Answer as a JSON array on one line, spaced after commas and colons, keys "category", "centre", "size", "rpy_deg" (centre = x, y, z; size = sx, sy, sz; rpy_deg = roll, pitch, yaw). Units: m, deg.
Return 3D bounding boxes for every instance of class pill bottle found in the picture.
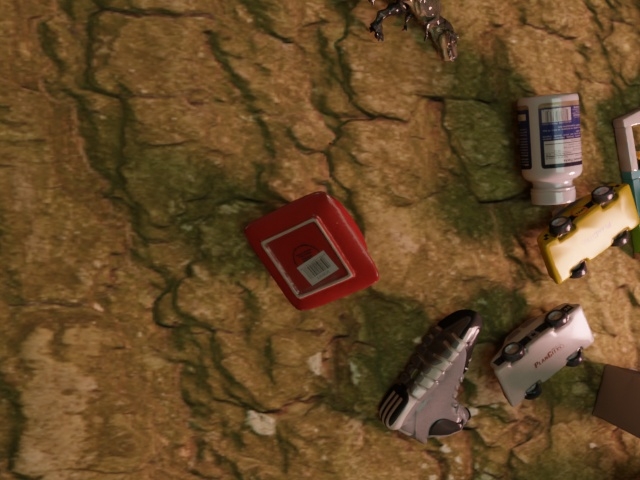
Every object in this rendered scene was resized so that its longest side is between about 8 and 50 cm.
[{"category": "pill bottle", "centre": [0.364, -0.144, 1.232], "size": [0.094, 0.094, 0.169], "rpy_deg": [-7, 98, -15]}]

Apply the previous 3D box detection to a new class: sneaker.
[{"category": "sneaker", "centre": [0.206, 0.225, 1.239], "size": [0.132, 0.086, 0.229], "rpy_deg": [36, 95, -21]}]

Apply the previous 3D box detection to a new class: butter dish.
[{"category": "butter dish", "centre": [0.000, 0.000, 1.138], "size": [0.160, 0.118, 0.160], "rpy_deg": [-25, 106, 31]}]

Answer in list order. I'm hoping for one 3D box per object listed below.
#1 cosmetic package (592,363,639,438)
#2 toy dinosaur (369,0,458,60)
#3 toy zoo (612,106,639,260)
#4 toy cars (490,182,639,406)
[{"category": "cosmetic package", "centre": [0.569, 0.283, 1.262], "size": [0.127, 0.238, 0.107], "rpy_deg": [15, 89, -14]}, {"category": "toy dinosaur", "centre": [0.121, -0.360, 1.132], "size": [0.118, 0.064, 0.268], "rpy_deg": [-35, 133, -5]}, {"category": "toy zoo", "centre": [0.604, -0.129, 1.334], "size": [0.192, 0.030, 0.293], "rpy_deg": [-14, 100, -14]}, {"category": "toy cars", "centre": [0.382, 0.079, 1.267], "size": [0.176, 0.087, 0.394], "rpy_deg": [17, 96, -28]}]
